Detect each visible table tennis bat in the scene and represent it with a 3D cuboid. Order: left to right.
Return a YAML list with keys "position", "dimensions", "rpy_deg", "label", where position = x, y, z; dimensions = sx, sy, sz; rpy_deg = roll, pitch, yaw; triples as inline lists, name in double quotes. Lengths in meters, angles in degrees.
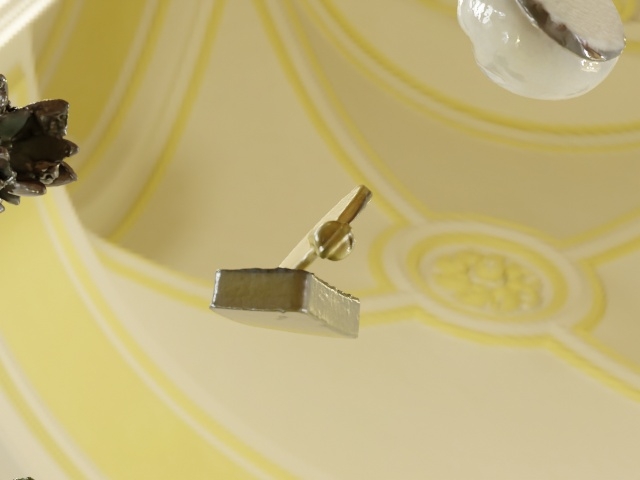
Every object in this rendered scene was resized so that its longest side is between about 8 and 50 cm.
- position: [0.000, 0.000, 1.740]
  dimensions: [0.050, 0.198, 0.321]
  rpy_deg: [45, 175, -5]
  label: "table tennis bat"

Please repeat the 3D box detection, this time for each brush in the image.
- position: [-0.038, 0.074, 1.570]
  dimensions: [0.123, 0.059, 0.197]
  rpy_deg: [2, 169, 21]
  label: "brush"

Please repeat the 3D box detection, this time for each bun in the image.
- position: [0.204, -0.205, 1.305]
  dimensions: [0.173, 0.120, 0.173]
  rpy_deg: [24, -138, -24]
  label: "bun"

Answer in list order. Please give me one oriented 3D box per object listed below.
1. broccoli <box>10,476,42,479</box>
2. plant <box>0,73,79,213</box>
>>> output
- position: [-0.338, 0.404, 1.388]
  dimensions: [0.413, 0.321, 0.310]
  rpy_deg: [30, 165, -36]
  label: "broccoli"
- position: [-0.511, -0.113, 2.008]
  dimensions: [0.321, 0.194, 0.181]
  rpy_deg: [-14, -147, 40]
  label: "plant"
